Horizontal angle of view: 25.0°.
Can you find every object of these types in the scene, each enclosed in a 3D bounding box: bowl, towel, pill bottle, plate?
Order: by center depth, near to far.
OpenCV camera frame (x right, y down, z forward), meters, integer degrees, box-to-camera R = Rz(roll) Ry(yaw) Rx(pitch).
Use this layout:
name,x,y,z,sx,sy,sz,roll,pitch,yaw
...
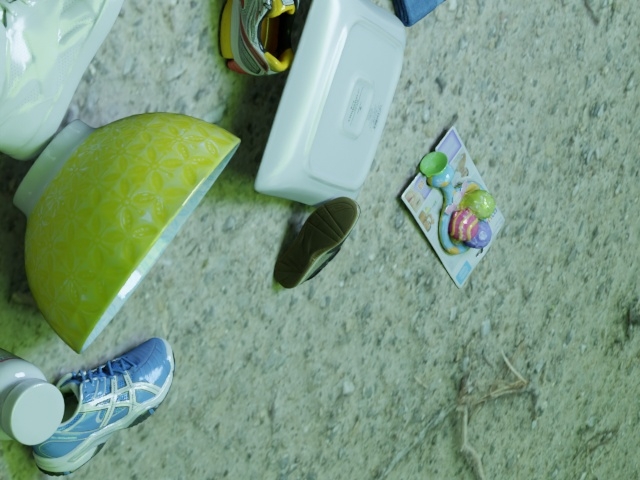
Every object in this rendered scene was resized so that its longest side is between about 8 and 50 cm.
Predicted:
name,x,y,z,sx,sy,sz,roll,pitch,yaw
pill bottle,-0.341,0.157,1.505,0.087,0.160,0.087,-19,117,-42
bowl,-0.231,-0.038,1.535,0.156,0.289,0.289,36,71,-2
plate,0.030,-0.173,1.811,0.278,0.045,0.277,14,94,-67
towel,0.144,-0.342,1.946,0.119,0.029,0.067,-40,129,-31

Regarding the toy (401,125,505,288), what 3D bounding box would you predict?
name,x,y,z,sx,sy,sz,roll,pitch,yaw
toy,0.213,-0.041,2.104,0.137,0.056,0.237,-54,135,-17

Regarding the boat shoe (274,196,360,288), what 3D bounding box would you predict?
name,x,y,z,sx,sy,sz,roll,pitch,yaw
boat shoe,0.000,0.000,1.871,0.152,0.056,0.049,-46,165,22

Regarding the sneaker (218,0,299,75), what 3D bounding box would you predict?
name,x,y,z,sx,sy,sz,roll,pitch,yaw
sneaker,-0.063,-0.303,1.692,0.088,0.093,0.225,-23,119,-40

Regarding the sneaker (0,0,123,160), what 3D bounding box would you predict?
name,x,y,z,sx,sy,sz,roll,pitch,yaw
sneaker,-0.304,-0.238,1.448,0.169,0.108,0.292,24,87,-51

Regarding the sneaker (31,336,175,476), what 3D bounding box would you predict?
name,x,y,z,sx,sy,sz,roll,pitch,yaw
sneaker,-0.251,0.180,1.669,0.211,0.080,0.081,-44,134,-29
